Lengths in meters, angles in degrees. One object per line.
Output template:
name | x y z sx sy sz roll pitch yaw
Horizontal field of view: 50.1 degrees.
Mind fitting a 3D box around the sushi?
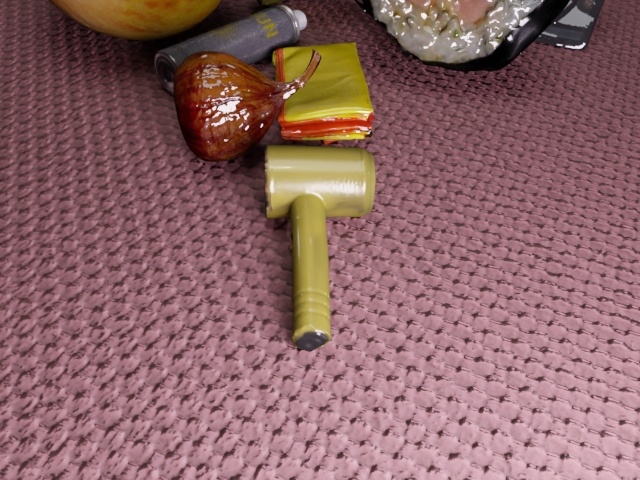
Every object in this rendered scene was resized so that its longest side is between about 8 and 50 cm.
sushi | 0.240 -0.457 1.114 0.328 0.328 0.285 43 23 -1

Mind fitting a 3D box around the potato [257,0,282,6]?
potato | -0.023 -0.534 1.223 0.271 0.111 0.160 -27 7 31

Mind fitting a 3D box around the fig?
fig | -0.090 -0.185 0.916 0.201 0.146 0.134 -11 60 -5

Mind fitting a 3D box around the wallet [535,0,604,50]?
wallet | 0.359 -0.487 1.240 0.322 0.041 0.247 19 89 16

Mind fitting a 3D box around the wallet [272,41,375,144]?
wallet | -0.001 -0.225 1.036 0.141 0.067 0.241 -5 39 -1

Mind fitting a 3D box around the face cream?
face cream | -0.136 -0.318 1.114 0.073 0.073 0.283 35 52 30

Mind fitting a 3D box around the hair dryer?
hair dryer | 0.000 0.000 0.788 0.134 0.090 0.279 1 50 -4

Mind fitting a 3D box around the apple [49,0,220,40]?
apple | -0.290 -0.521 1.108 0.333 0.400 0.400 11 35 -34
